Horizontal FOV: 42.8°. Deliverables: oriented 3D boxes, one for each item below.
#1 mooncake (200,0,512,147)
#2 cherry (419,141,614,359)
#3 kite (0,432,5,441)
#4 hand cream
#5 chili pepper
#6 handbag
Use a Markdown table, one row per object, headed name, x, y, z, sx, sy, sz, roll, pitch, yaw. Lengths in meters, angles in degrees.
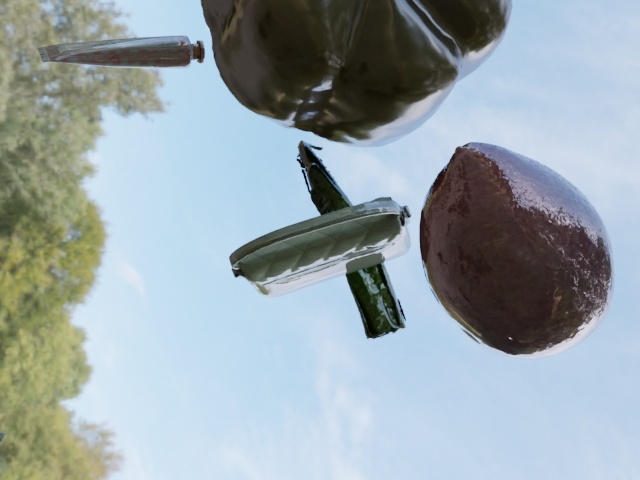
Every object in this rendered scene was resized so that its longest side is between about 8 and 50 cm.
| name | x | y | z | sx | sy | sz | roll | pitch | yaw |
| --- | --- | --- | --- | --- | --- | --- | --- | --- | --- |
| mooncake | 0.050 | -0.385 | 1.271 | 0.262 | 0.466 | 0.467 | 145 | -68 | -69 |
| cherry | 0.204 | 0.011 | 0.915 | 0.206 | 0.239 | 0.239 | -54 | -129 | 36 |
| kite | -0.538 | 0.256 | 1.067 | 0.323 | 0.267 | 0.013 | -71 | 158 | -54 |
| hand cream | -0.254 | -0.242 | 1.058 | 0.067 | 0.209 | 0.043 | -128 | -142 | -53 |
| chili pepper | 0.043 | -0.014 | 1.311 | 0.076 | 0.084 | 0.359 | -39 | -112 | 50 |
| handbag | 0.000 | 0.000 | 1.114 | 0.219 | 0.256 | 0.079 | 54 | 18 | -74 |
